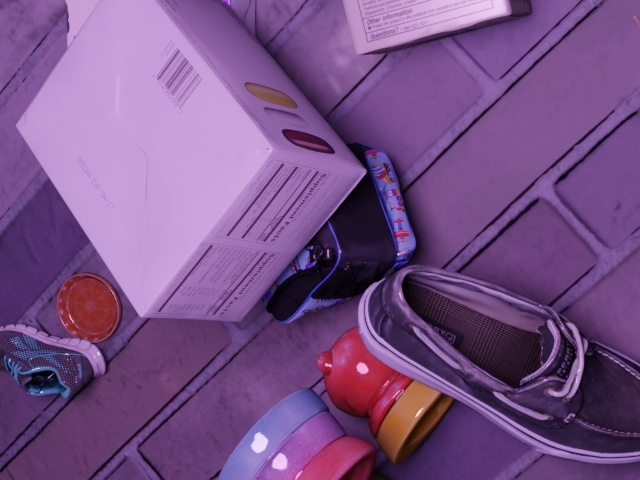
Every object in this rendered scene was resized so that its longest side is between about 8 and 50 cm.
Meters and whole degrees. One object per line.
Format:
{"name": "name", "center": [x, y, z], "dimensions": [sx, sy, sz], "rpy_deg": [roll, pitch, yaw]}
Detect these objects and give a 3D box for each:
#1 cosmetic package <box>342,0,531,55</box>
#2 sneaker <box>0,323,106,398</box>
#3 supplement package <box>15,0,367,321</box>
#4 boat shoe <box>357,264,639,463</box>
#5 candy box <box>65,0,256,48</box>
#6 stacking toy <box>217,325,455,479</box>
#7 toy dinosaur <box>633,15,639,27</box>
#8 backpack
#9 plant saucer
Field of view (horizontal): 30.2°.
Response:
{"name": "cosmetic package", "center": [0.083, -0.344, 1.118], "dimensions": [0.160, 0.113, 0.309], "rpy_deg": [-10, 96, 22]}
{"name": "sneaker", "center": [-0.339, 0.146, 1.388], "dimensions": [0.167, 0.076, 0.065], "rpy_deg": [4, 122, 22]}
{"name": "supplement package", "center": [-0.126, -0.087, 1.109], "dimensions": [0.204, 0.145, 0.262], "rpy_deg": [-50, 60, 21]}
{"name": "boat shoe", "center": [0.196, 0.121, 1.107], "dimensions": [0.335, 0.119, 0.121], "rpy_deg": [20, 70, -7]}
{"name": "candy box", "center": [-0.171, -0.188, 1.267], "dimensions": [0.196, 0.070, 0.164], "rpy_deg": [4, 102, 20]}
{"name": "stacking toy", "center": [-0.015, 0.229, 1.187], "dimensions": [0.130, 0.309, 0.279], "rpy_deg": [38, 122, 19]}
{"name": "toy dinosaur", "center": [0.379, -0.165, 1.082], "dimensions": [0.183, 0.053, 0.092], "rpy_deg": [1, 86, 13]}
{"name": "backpack", "center": [0.000, 0.000, 1.205], "dimensions": [0.173, 0.117, 0.158], "rpy_deg": [-53, 47, 49]}
{"name": "plant saucer", "center": [-0.270, 0.078, 1.389], "dimensions": [0.084, 0.013, 0.083], "rpy_deg": [4, 101, 20]}
